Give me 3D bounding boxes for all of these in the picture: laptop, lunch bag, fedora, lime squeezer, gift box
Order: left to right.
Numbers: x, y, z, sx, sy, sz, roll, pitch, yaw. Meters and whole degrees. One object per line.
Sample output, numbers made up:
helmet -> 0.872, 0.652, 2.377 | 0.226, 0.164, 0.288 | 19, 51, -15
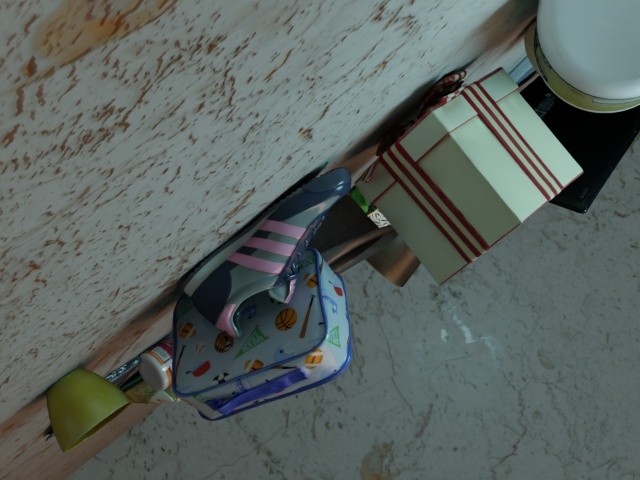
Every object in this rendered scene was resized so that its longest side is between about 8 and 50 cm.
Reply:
lunch bag -> -0.102, 0.157, 1.735 | 0.303, 0.243, 0.115 | -23, 138, 17
fedora -> 0.000, 0.000, 1.933 | 0.275, 0.124, 0.244 | -30, 172, -15
lime squeezer -> 0.129, -0.086, 2.158 | 0.110, 0.059, 0.310 | 8, 169, -37
gift box -> 0.226, -0.114, 1.743 | 0.276, 0.258, 0.255 | -31, 171, -48
laptop -> 0.460, -0.176, 2.348 | 0.382, 0.408, 0.236 | -50, 149, -30

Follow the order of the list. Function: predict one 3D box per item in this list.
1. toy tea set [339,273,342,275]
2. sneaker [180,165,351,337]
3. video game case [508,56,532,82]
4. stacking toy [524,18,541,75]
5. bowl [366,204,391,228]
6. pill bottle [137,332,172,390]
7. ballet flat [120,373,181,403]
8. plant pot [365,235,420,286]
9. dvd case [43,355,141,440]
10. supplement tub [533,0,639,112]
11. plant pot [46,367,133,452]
toy tea set -> -0.021, 0.099, 2.273 | 0.200, 0.124, 0.336 | -15, 150, -25
sneaker -> -0.057, 0.020, 1.667 | 0.319, 0.131, 0.112 | -39, 173, 9
video game case -> 0.500, -0.408, 2.395 | 0.285, 0.025, 0.204 | -35, 174, -33
stacking toy -> 0.514, -0.411, 1.910 | 0.330, 0.141, 0.141 | -40, 176, -21
bowl -> 0.119, -0.048, 2.304 | 0.170, 0.080, 0.170 | -31, -165, 10
pill bottle -> -0.288, 0.230, 2.179 | 0.152, 0.086, 0.086 | -34, 173, -37
ballet flat -> -0.313, 0.289, 2.381 | 0.348, 0.123, 0.123 | -40, 175, 25
plant pot -> 0.201, -0.044, 2.581 | 0.230, 0.215, 0.215 | -45, 174, 11
dvd case -> -0.457, 0.318, 2.157 | 0.164, 0.018, 0.221 | -34, 174, -40
supplement tub -> 0.436, -0.312, 1.626 | 0.228, 0.228, 0.316 | -39, 175, 8
plant pot -> -0.382, 0.260, 1.729 | 0.134, 0.095, 0.134 | -37, 175, -4
